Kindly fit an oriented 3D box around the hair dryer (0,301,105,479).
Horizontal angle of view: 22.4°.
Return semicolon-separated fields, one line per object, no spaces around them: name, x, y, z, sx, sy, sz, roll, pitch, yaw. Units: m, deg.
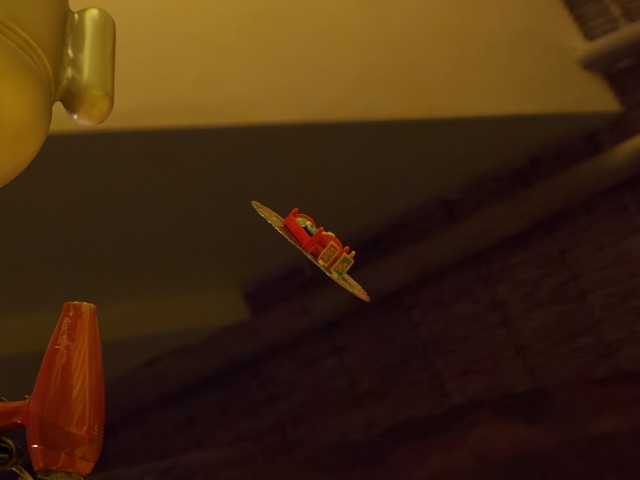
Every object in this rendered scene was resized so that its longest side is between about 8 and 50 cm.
hair dryer;-0.329;0.187;1.715;0.224;0.080;0.293;41;-89;24

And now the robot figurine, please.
robot figurine;-0.319;-0.177;1.363;0.199;0.300;0.353;116;-21;-50

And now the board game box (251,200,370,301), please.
board game box;0.000;0.000;1.762;0.169;0.133;0.033;42;-84;15
